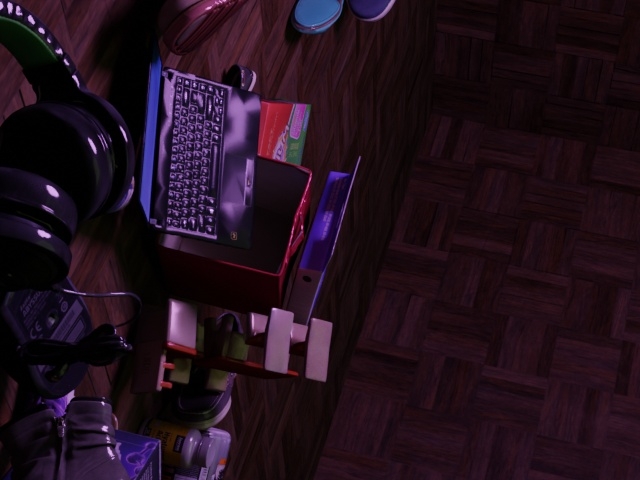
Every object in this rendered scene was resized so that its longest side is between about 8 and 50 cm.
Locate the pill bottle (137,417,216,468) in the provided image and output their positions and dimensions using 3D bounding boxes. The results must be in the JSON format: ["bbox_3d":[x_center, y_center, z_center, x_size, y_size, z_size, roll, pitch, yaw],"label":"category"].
[{"bbox_3d":[-0.226,0.321,1.981,0.065,0.116,0.065,11,90,-79],"label":"pill bottle"}]

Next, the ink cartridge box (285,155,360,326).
[{"bbox_3d":[0.000,0.000,1.941,0.208,0.045,0.206,110,-3,-51],"label":"ink cartridge box"}]

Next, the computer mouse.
[{"bbox_3d":[-0.323,0.057,1.369,0.188,0.072,0.272,-60,149,-44],"label":"computer mouse"}]

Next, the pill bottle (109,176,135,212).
[{"bbox_3d":[-0.269,-0.064,1.492,0.120,0.067,0.067,-16,117,-78],"label":"pill bottle"}]

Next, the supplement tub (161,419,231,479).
[{"bbox_3d":[-0.223,0.398,2.079,0.117,0.117,0.190,40,63,-77],"label":"supplement tub"}]

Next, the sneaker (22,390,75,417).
[{"bbox_3d":[-0.330,0.173,1.503,0.071,0.068,0.169,57,35,-53],"label":"sneaker"}]

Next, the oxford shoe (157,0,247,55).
[{"bbox_3d":[-0.162,-0.338,1.641,0.123,0.130,0.348,-40,-169,21],"label":"oxford shoe"}]

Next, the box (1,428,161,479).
[{"bbox_3d":[-0.300,0.324,1.531,0.207,0.153,0.108,-62,160,-58],"label":"box"}]

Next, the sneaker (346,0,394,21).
[{"bbox_3d":[0.102,-0.637,2.629,0.148,0.131,0.350,-4,100,-71],"label":"sneaker"}]

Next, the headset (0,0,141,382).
[{"bbox_3d":[-0.292,-0.035,1.196,0.394,0.185,0.243,65,30,-29],"label":"headset"}]

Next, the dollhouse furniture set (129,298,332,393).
[{"bbox_3d":[-0.154,0.181,1.892,0.259,0.262,0.135,17,70,-38],"label":"dollhouse furniture set"}]

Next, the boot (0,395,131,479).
[{"bbox_3d":[-0.328,0.277,1.395,0.083,0.247,0.161,100,-33,-65],"label":"boot"}]

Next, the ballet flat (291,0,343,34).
[{"bbox_3d":[0.003,-0.450,2.421,0.087,0.083,0.247,110,3,-50],"label":"ballet flat"}]

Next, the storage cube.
[{"bbox_3d":[-0.128,-0.012,1.902,0.193,0.215,0.183,93,12,-66],"label":"storage cube"}]

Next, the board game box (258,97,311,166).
[{"bbox_3d":[-0.102,-0.133,2.256,0.316,0.064,0.242,-26,127,-76],"label":"board game box"}]

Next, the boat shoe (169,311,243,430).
[{"bbox_3d":[-0.188,0.215,2.121,0.285,0.103,0.092,-64,157,-62],"label":"boat shoe"}]

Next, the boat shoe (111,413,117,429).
[{"bbox_3d":[-0.313,0.302,1.709,0.049,0.056,0.152,57,55,-81],"label":"boat shoe"}]

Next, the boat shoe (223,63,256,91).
[{"bbox_3d":[-0.145,-0.217,2.020,0.042,0.049,0.133,19,89,-51],"label":"boat shoe"}]

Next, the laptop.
[{"bbox_3d":[-0.157,-0.128,1.683,0.264,0.137,0.234,13,75,-37],"label":"laptop"}]
